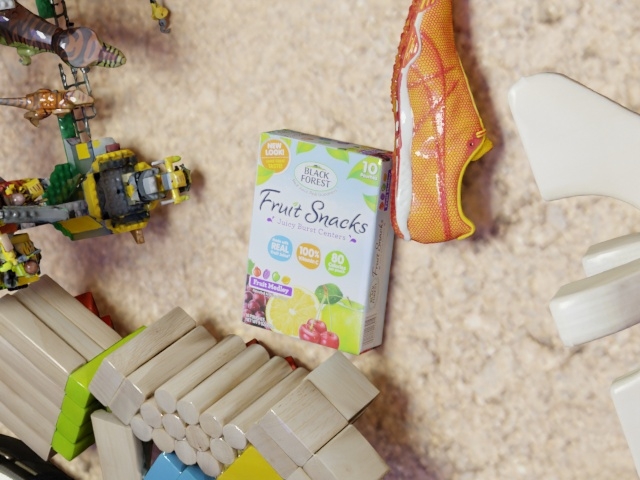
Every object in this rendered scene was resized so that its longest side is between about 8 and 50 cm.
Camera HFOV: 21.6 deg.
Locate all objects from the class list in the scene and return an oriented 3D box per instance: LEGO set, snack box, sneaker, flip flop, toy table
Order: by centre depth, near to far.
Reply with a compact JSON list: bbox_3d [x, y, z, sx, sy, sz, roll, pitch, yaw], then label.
[{"bbox_3d":[0.219,0.002,0.949,0.161,0.252,0.274,-18,81,15],"label":"toy table"},{"bbox_3d":[0.080,-0.086,1.111,0.067,0.064,0.175,0,96,-2],"label":"sneaker"},{"bbox_3d":[-0.195,-0.129,1.146,0.192,0.255,0.331,-8,88,48],"label":"LEGO set"},{"bbox_3d":[0.000,0.000,1.177,0.100,0.037,0.141,14,105,27],"label":"snack box"},{"bbox_3d":[-0.235,0.212,1.313,0.277,0.112,0.080,22,93,20],"label":"flip flop"}]

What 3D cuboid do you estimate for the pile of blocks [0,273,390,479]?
[{"bbox_3d":[-0.091,0.122,1.223,0.362,0.112,0.149,17,125,32],"label":"pile of blocks"}]
